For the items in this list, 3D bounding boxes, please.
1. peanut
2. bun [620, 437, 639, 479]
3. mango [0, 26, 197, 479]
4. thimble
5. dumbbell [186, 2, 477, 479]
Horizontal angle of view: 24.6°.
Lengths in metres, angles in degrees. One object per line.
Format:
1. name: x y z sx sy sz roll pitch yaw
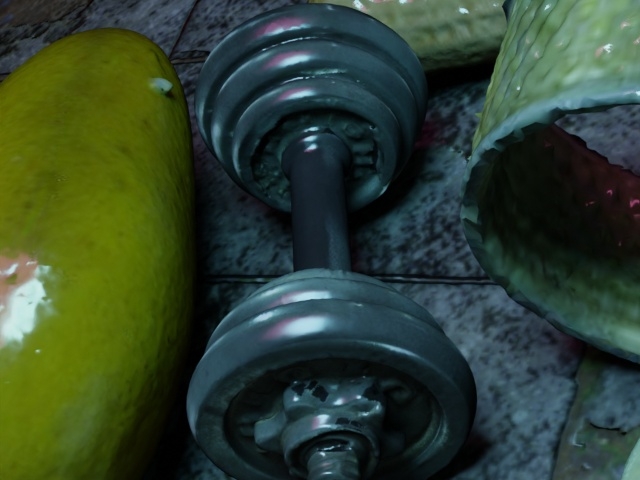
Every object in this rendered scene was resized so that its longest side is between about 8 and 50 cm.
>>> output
1. peanut: 0.102 -0.183 1.139 0.237 0.120 0.110 -9 76 19
2. bun: 0.258 0.150 0.734 0.221 0.108 0.221 -18 53 25
3. mango: -0.203 0.023 1.049 0.301 0.221 0.445 -36 36 52
4. thimble: 0.219 -0.052 0.824 0.271 0.271 0.150 -2 53 32
5. dumbbell: 0.000 0.000 0.986 0.179 0.179 0.406 -20 44 17
